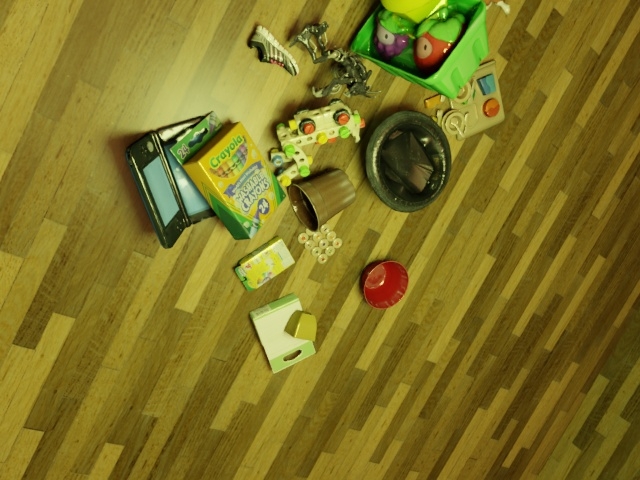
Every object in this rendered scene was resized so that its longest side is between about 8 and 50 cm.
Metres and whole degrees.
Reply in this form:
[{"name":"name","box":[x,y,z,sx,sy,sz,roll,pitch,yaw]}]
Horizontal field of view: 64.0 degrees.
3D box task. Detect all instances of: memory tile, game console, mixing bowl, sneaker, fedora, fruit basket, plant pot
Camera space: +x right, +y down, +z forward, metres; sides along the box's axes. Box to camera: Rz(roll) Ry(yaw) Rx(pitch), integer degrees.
[{"name":"memory tile","box":[0.000,0.000,1.731,0.113,0.012,0.148,-45,119,-4]},{"name":"game console","box":[-0.372,-0.164,1.418,0.173,0.250,0.293,-11,115,8]},{"name":"mixing bowl","box":[0.213,0.143,1.830,0.181,0.098,0.182,-8,111,-23]},{"name":"sneaker","box":[-0.136,-0.523,1.458,0.170,0.063,0.075,41,88,-25]},{"name":"fedora","box":[0.265,-0.261,1.680,0.333,0.152,0.335,-6,107,-21]},{"name":"fruit basket","box":[0.249,-0.602,1.382,0.392,0.392,0.283,33,96,-30]},{"name":"plant pot","box":[0.012,-0.136,1.612,0.165,0.167,0.167,-30,118,-21]},{"name":"plant pot","box":[-0.058,0.279,1.704,0.081,0.081,0.083,16,90,-28]}]

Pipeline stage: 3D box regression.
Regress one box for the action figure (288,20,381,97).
[{"name":"action figure","box":[0.045,-0.498,1.489,0.276,0.141,0.164,46,50,-7]}]

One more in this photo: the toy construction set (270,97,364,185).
[{"name":"toy construction set","box":[0.001,-0.307,1.528,0.327,0.151,0.215,-29,144,-15]}]

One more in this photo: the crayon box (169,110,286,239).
[{"name":"crayon box","box":[-0.250,-0.187,1.458,0.323,0.083,0.203,58,49,-29]}]

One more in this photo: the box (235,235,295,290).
[{"name":"box","box":[-0.183,0.077,1.657,0.179,0.043,0.105,-34,119,-13]}]

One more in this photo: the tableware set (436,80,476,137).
[{"name":"tableware set","box":[0.466,-0.451,1.736,0.128,0.039,0.194,-1,112,-18]}]

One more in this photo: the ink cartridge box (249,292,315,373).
[{"name":"ink cartridge box","box":[-0.127,0.318,1.760,0.171,0.056,0.235,-23,117,-16]}]

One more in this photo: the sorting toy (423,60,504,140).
[{"name":"sorting toy","box":[0.510,-0.468,1.785,0.307,0.041,0.229,-26,116,-15]}]

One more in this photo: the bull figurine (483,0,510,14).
[{"name":"bull figurine","box":[0.532,-0.828,1.637,0.188,0.101,0.311,6,107,-30]}]
